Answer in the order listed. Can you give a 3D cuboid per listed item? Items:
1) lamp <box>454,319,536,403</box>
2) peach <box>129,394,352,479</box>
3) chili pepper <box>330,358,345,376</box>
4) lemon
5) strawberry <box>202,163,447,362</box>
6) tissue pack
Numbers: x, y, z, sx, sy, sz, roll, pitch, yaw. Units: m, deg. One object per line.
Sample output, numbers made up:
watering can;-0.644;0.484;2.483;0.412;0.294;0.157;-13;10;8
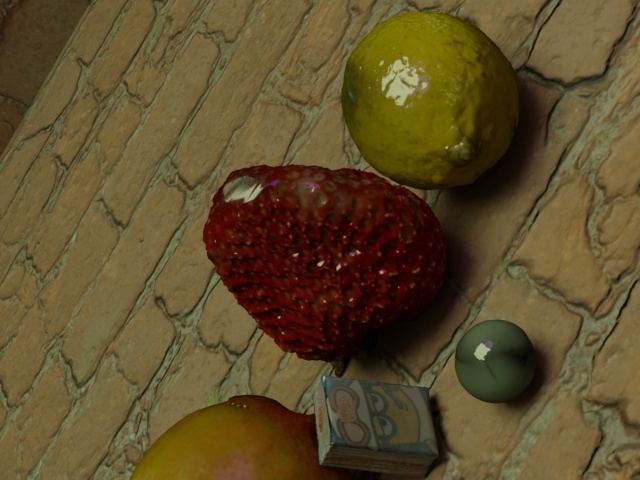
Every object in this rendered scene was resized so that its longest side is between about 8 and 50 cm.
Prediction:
lamp;0.221;0.152;1.645;0.105;0.105;0.105;-34;42;37
peach;-0.114;0.384;1.761;0.372;0.289;0.373;-43;34;39
chili pepper;0.023;0.133;1.994;0.050;0.041;0.153;89;-173;-60
lemon;0.157;-0.199;1.859;0.253;0.253;0.310;-52;29;15
strawberry;0.000;0.000;1.823;0.312;0.351;0.267;-31;43;27
tissue pack;0.072;0.246;1.732;0.116;0.155;0.065;-97;23;-43
